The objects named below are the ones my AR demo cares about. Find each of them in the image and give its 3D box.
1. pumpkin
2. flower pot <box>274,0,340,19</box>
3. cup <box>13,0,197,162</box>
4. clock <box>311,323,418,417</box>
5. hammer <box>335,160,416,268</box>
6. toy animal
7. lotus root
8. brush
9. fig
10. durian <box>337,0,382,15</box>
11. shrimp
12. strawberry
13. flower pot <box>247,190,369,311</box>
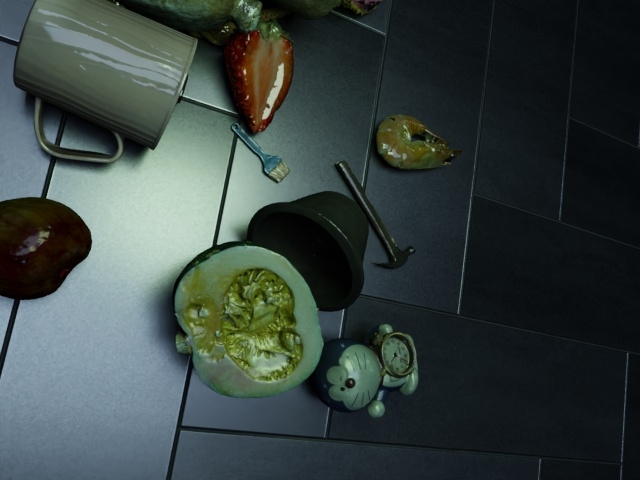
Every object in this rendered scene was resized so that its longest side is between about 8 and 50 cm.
[{"bbox_3d":[-0.153,0.143,1.096,0.264,0.197,0.292,-14,98,-13],"label":"pumpkin"},{"bbox_3d":[-0.080,-0.632,1.129,0.330,0.294,0.293,33,71,-33],"label":"flower pot"},{"bbox_3d":[-0.398,-0.295,1.039,0.273,0.288,0.208,21,39,-22],"label":"cup"},{"bbox_3d":[0.095,0.290,1.228,0.244,0.147,0.199,-2,80,-31],"label":"clock"},{"bbox_3d":[0.123,-0.064,1.344,0.125,0.027,0.297,-35,100,-30],"label":"hammer"},{"bbox_3d":[-0.187,-0.493,1.223,0.276,0.054,0.148,1,82,-25],"label":"toy animal"},{"bbox_3d":[-0.275,-0.491,1.061,0.350,0.175,0.174,14,77,5],"label":"lotus root"},{"bbox_3d":[-0.136,-0.197,1.238,0.164,0.014,0.051,46,66,-14],"label":"brush"},{"bbox_3d":[-0.547,-0.009,0.967,0.291,0.190,0.190,19,72,19],"label":"fig"},{"bbox_3d":[0.096,-0.612,1.368,0.186,0.119,0.108,-50,144,-10],"label":"durian"},{"bbox_3d":[0.252,-0.243,1.413,0.267,0.061,0.145,3,74,-24],"label":"shrimp"},{"bbox_3d":[-0.133,-0.359,1.217,0.174,0.098,0.228,-26,121,-43],"label":"strawberry"},{"bbox_3d":[0.000,0.000,1.176,0.269,0.269,0.166,53,47,-12],"label":"flower pot"}]
